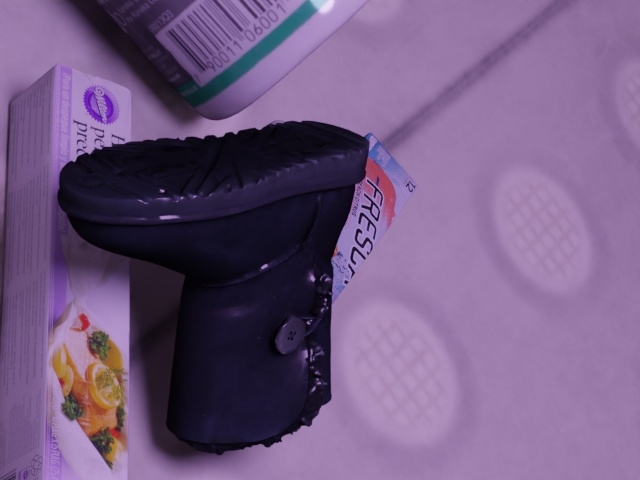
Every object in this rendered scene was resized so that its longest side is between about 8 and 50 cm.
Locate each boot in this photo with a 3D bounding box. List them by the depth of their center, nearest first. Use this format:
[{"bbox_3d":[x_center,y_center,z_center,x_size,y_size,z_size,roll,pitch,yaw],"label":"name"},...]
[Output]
[{"bbox_3d":[-0.068,0.041,1.174,0.246,0.094,0.207,-14,119,-49],"label":"boot"}]

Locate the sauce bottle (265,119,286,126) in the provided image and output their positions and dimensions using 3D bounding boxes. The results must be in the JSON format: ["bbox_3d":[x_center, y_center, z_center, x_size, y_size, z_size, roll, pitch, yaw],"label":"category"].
[{"bbox_3d":[-0.062,-0.045,1.289,0.042,0.128,0.042,22,53,-31],"label":"sauce bottle"}]

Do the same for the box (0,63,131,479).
[{"bbox_3d":[-0.163,0.044,1.197,0.063,0.067,0.324,19,55,-35],"label":"box"}]

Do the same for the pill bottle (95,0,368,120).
[{"bbox_3d":[-0.122,-0.278,1.309,0.361,0.204,0.204,48,45,-11],"label":"pill bottle"}]

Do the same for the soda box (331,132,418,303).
[{"bbox_3d":[0.000,0.000,1.365,0.058,0.063,0.183,48,45,-11],"label":"soda box"}]
